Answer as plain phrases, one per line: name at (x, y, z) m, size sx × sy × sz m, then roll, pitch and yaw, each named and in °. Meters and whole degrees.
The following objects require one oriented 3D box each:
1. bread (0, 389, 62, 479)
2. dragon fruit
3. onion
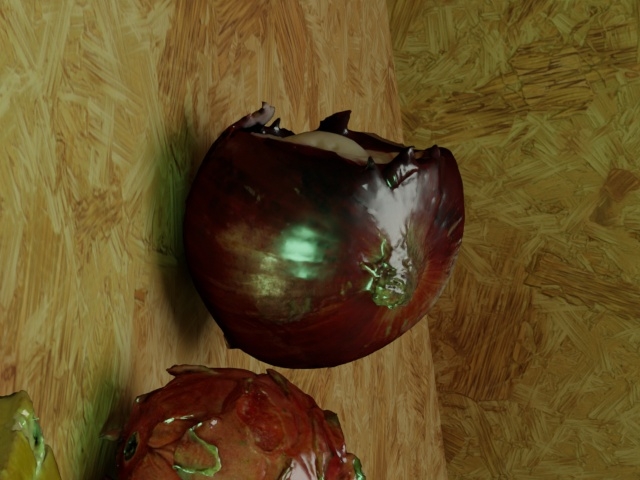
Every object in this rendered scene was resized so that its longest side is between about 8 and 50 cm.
bread at (-0.252, 0.266, 1.163) m, size 0.246 × 0.111 × 0.239 m, roll -70°, pitch 157°, yaw -60°
dragon fruit at (-0.081, 0.236, 1.591) m, size 0.252 × 0.241 × 0.241 m, roll 1°, pitch 88°, yaw -39°
onion at (-0.008, -0.003, 1.872) m, size 0.341 × 0.341 × 0.341 m, roll -1°, pitch 90°, yaw -78°
